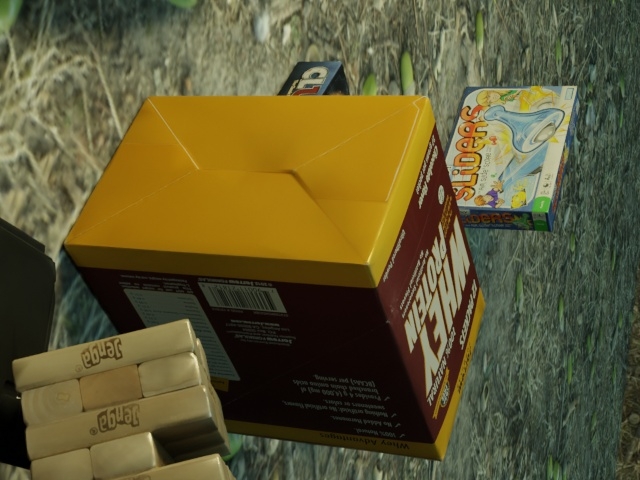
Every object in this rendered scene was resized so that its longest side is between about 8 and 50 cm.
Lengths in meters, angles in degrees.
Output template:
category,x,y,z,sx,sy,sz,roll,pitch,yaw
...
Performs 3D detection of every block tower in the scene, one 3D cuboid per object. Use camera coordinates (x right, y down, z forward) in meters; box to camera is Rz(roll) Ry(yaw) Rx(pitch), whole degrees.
category,x,y,z,sx,sy,sz,roll,pitch,yaw
block tower,-0.060,0.212,0.519,0.091,0.097,0.335,82,-7,-68

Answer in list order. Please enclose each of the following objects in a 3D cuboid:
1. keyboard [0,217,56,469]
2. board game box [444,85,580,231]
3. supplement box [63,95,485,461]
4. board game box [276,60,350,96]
category,x,y,z,sx,sy,sz,roll,pitch,yaw
keyboard,-0.216,0.047,0.461,0.317,0.033,0.201,42,48,-59
board game box,0.212,-0.097,1.293,0.035,0.136,0.201,68,33,-45
supplement box,-0.016,0.023,0.713,0.194,0.191,0.129,68,34,-45
board game box,0.000,0.000,0.934,0.165,0.042,0.243,-63,146,-43
